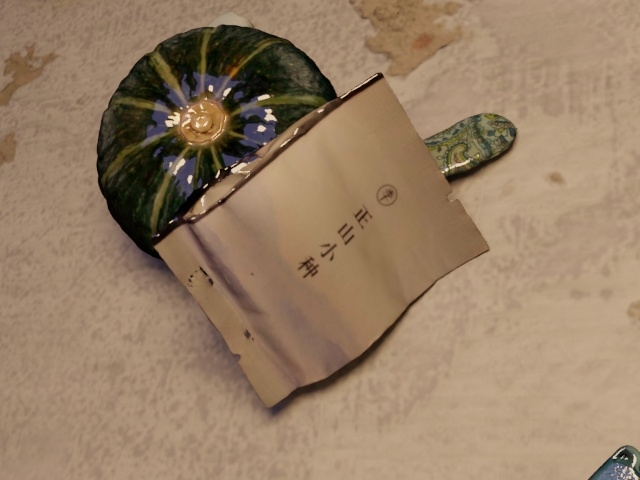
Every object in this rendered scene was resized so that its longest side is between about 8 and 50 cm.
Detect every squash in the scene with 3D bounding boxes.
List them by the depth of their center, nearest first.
[{"bbox_3d":[-0.093,-0.089,1.125,0.252,0.165,0.252,-4,71,12],"label":"squash"}]

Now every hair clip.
[{"bbox_3d":[0.085,-0.057,1.104,0.229,0.036,0.066,-34,48,4],"label":"hair clip"}]

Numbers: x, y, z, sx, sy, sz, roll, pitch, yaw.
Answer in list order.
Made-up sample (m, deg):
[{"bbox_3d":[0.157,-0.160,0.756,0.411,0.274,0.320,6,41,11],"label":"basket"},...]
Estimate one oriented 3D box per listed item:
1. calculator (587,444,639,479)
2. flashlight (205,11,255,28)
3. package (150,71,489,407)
[{"bbox_3d":[0.218,0.229,0.893,0.141,0.019,0.094,-46,54,-3],"label":"calculator"},{"bbox_3d":[-0.146,-0.172,1.271,0.093,0.047,0.200,34,78,35],"label":"flashlight"},{"bbox_3d":[0.000,0.000,1.019,0.251,0.204,0.062,-36,21,-8],"label":"package"}]
